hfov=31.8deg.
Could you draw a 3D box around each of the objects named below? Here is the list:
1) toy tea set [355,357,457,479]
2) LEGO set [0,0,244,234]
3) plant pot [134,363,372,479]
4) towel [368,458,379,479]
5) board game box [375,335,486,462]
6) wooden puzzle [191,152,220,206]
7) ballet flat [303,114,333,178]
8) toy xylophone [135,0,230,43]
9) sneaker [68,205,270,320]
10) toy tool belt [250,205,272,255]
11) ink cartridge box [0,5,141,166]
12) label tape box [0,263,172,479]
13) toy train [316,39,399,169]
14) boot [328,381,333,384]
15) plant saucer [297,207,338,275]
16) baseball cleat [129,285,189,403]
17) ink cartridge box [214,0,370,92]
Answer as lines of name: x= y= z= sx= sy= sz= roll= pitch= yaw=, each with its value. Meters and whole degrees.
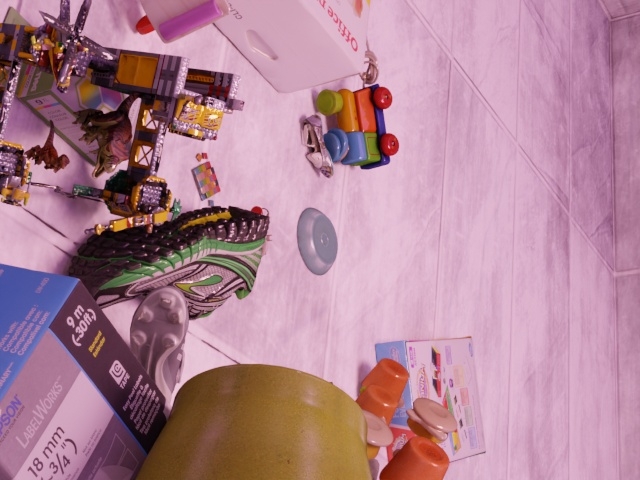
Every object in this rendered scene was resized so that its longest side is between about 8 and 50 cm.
toy tea set: x=0.119 y=0.330 z=1.881 sx=0.200 sy=0.124 sz=0.336 roll=30 pitch=20 yaw=2
LEGO set: x=-0.240 y=-0.129 z=1.298 sx=0.331 sy=0.192 sz=0.255 roll=24 pitch=83 yaw=-48
plant pot: x=-0.081 y=0.343 z=1.252 sx=0.366 sy=0.366 sz=0.353 roll=51 pitch=35 yaw=-40
towel: x=-0.027 y=0.422 z=1.732 sx=0.312 sy=0.056 sz=0.324 roll=47 pitch=48 yaw=-40
board game box: x=0.219 y=0.310 z=2.173 sx=0.316 sy=0.064 sz=0.242 roll=7 pitch=75 yaw=-59
wooden puzzle: x=-0.171 y=-0.090 z=1.684 sx=0.049 sy=0.006 sz=0.083 roll=-37 pitch=113 yaw=-57
ballet flat: x=-0.009 y=-0.161 z=1.964 sx=0.041 sy=0.041 sz=0.114 roll=-23 pitch=100 yaw=-60
toy xylophone: x=-0.149 y=-0.419 z=1.607 sx=0.081 sy=0.236 sz=0.323 roll=54 pitch=36 yaw=-32
sneaker: x=-0.187 y=0.048 z=1.491 sx=0.343 sy=0.134 sz=0.146 roll=-12 pitch=111 yaw=-52
toy tool belt: x=-0.101 y=-0.007 z=1.748 sx=0.051 sy=0.052 sz=0.083 roll=90 pitch=3 yaw=-74
ink cartridge box: x=-0.313 y=-0.197 z=1.417 sx=0.209 sy=0.062 sz=0.109 roll=46 pitch=45 yaw=-44
label tape box: x=-0.325 y=0.168 z=1.239 sx=0.334 sy=0.105 sz=0.241 roll=60 pitch=34 yaw=-31
toy train: x=0.049 y=-0.255 z=2.038 sx=0.143 sy=0.105 sz=0.248 roll=-3 pitch=84 yaw=-47
boot: x=0.030 y=0.278 z=1.888 sx=0.106 sy=0.037 sz=0.114 roll=-41 pitch=114 yaw=-56
plant saucer: x=0.000 y=0.000 z=1.937 sx=0.119 sy=0.021 sz=0.119 roll=28 pitch=57 yaw=-55
baseball cleat: x=-0.206 y=0.130 z=1.443 sx=0.109 sy=0.072 sz=0.206 roll=-70 pitch=178 yaw=-62
ink cartridge box: x=-0.040 y=-0.484 z=1.879 sx=0.279 sy=0.160 sz=0.385 roll=42 pitch=47 yaw=-47
